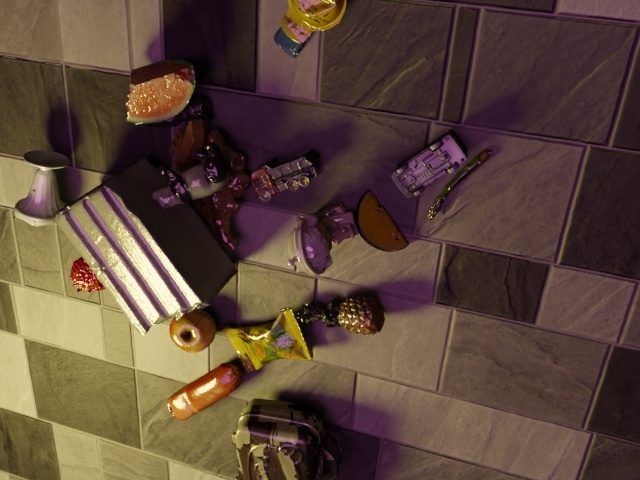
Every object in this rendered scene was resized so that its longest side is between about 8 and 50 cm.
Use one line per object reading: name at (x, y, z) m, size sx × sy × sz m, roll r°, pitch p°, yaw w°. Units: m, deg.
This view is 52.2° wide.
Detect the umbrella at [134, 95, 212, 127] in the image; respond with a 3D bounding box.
umbrella at (-0.402, -0.342, 1.767) m, size 0.235 × 0.059 × 0.066 m, roll -4°, pitch 90°, yaw 24°

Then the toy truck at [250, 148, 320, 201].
toy truck at (-0.090, -0.177, 1.718) m, size 0.192 × 0.083 × 0.092 m, roll -18°, pitch 108°, yaw 25°

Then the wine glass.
wine glass at (-0.829, -0.158, 1.957) m, size 0.164 × 0.165 × 0.197 m, roll 18°, pitch 115°, yaw 11°

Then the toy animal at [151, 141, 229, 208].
toy animal at (-0.344, -0.159, 1.709) m, size 0.225 × 0.094 × 0.121 m, roll -24°, pitch 94°, yaw 4°

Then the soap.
soap at (-0.495, 0.011, 1.861) m, size 0.350 × 0.213 × 0.435 m, roll -24°, pitch 106°, yaw 41°

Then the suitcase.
suitcase at (-0.096, 0.681, 2.083) m, size 0.338 × 0.194 × 0.352 m, roll 5°, pitch 118°, yaw 10°

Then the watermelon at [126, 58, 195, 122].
watermelon at (-0.412, -0.411, 1.707) m, size 0.230 × 0.146 × 0.128 m, roll -14°, pitch 140°, yaw 11°

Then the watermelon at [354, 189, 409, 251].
watermelon at (0.140, -0.030, 1.710) m, size 0.092 × 0.075 × 0.182 m, roll -30°, pitch 101°, yaw 25°

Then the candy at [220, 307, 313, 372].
candy at (-0.160, 0.306, 1.987) m, size 0.297 × 0.081 × 0.187 m, roll -16°, pitch 109°, yaw 37°

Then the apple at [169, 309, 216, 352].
apple at (-0.395, 0.277, 2.033) m, size 0.146 × 0.146 × 0.147 m, roll 8°, pitch 117°, yaw 16°

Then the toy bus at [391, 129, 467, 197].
toy bus at (0.264, -0.184, 1.580) m, size 0.178 × 0.098 × 0.087 m, roll -34°, pitch 101°, yaw 27°

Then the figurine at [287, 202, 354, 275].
figurine at (-0.003, 0.001, 1.692) m, size 0.141 × 0.237 × 0.163 m, roll -7°, pitch 110°, yaw 31°

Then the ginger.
ginger at (-0.277, -0.143, 1.808) m, size 0.166 × 0.080 × 0.333 m, roll 23°, pitch 123°, yaw 21°

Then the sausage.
sausage at (-0.380, 0.496, 2.150) m, size 0.348 × 0.094 × 0.097 m, roll -34°, pitch 87°, yaw 32°

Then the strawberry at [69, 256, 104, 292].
strawberry at (-0.704, 0.097, 2.055) m, size 0.148 × 0.131 × 0.131 m, roll -22°, pitch 106°, yaw 26°

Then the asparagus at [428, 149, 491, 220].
asparagus at (0.335, -0.139, 1.614) m, size 0.034 × 0.027 × 0.236 m, roll 44°, pitch 121°, yaw 8°

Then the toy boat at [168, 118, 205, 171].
toy boat at (-0.362, -0.259, 1.766) m, size 0.077 × 0.057 × 0.200 m, roll 58°, pitch 142°, yaw 15°

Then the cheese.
cheese at (-0.030, -0.540, 1.529) m, size 0.156 × 0.064 × 0.250 m, roll 42°, pitch 131°, yaw -2°

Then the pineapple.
pineapple at (0.053, 0.213, 1.850) m, size 0.251 × 0.125 × 0.125 m, roll -4°, pitch 114°, yaw 27°
